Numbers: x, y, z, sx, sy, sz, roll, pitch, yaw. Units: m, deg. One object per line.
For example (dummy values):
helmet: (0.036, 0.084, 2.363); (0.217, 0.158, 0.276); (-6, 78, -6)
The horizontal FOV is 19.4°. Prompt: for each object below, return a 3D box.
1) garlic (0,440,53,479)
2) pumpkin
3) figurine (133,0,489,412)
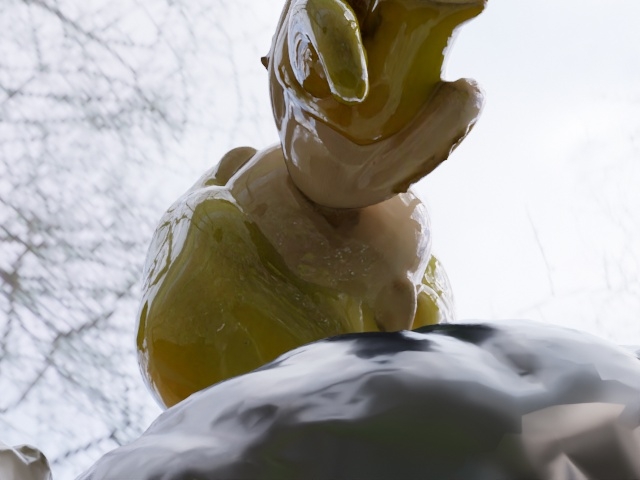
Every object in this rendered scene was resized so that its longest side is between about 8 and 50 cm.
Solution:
garlic: (-0.267, 0.146, 0.583); (0.340, 0.231, 0.245); (17, -83, 26)
pumpkin: (0.045, 0.157, 0.403); (0.296, 0.296, 0.295); (-5, -113, 13)
figurine: (0.000, 0.000, 0.675); (0.131, 0.246, 0.156); (-21, -132, -35)
